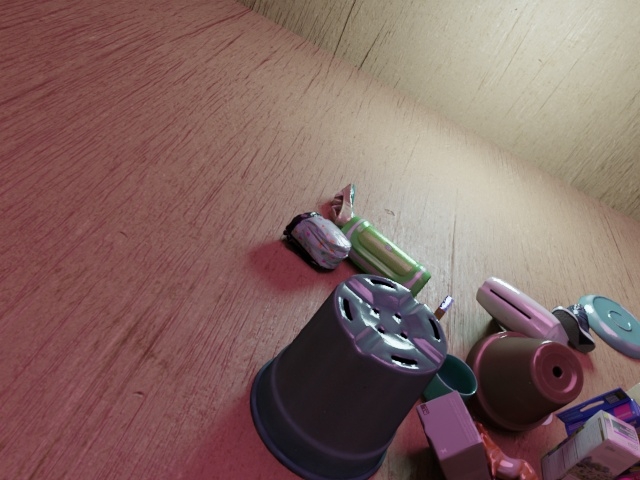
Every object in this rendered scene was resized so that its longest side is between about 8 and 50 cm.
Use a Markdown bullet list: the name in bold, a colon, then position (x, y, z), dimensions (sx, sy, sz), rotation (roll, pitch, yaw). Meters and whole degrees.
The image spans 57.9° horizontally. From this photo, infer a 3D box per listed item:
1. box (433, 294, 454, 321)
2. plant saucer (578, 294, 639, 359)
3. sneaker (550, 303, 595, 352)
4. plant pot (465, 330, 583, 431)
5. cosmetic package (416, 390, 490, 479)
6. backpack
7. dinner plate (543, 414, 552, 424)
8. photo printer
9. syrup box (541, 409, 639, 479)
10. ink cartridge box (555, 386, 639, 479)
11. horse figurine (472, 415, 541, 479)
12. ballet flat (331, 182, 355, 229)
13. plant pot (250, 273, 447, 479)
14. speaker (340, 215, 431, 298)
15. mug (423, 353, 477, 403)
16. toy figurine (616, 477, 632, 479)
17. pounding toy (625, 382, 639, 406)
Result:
- **box**: position (0.337, 0.216, 1.664), dimensions (0.028, 0.136, 0.081), rotation (38, 35, 11)
- **plant saucer**: position (1.147, 0.320, 2.241), dimensions (0.318, 0.043, 0.317), rotation (20, 34, -14)
- **sneaker**: position (0.864, 0.265, 2.014), dimensions (0.226, 0.086, 0.163), rotation (44, 35, -23)
- **plant pot**: position (0.534, 0.346, 1.472), dimensions (0.263, 0.229, 0.263), rotation (6, 68, -15)
- **cosmetic package**: position (0.288, 0.439, 1.247), dimensions (0.107, 0.238, 0.127), rotation (-21, 49, -1)
- **backpack**: position (0.000, 0.000, 1.712), dimensions (0.152, 0.115, 0.182), rotation (-13, 55, -50)
- **dinner plate**: position (0.608, 0.463, 1.660), dimensions (0.141, 0.017, 0.141), rotation (20, 33, -14)
- **photo printer**: position (0.604, 0.232, 1.736), dimensions (0.256, 0.107, 0.307), rotation (40, 2, 35)
- **syrup box**: position (0.650, 0.527, 1.403), dimensions (0.093, 0.237, 0.096), rotation (28, 33, -2)
- **ink cartridge box**: position (0.763, 0.511, 1.471), dimensions (0.311, 0.186, 0.065), rotation (45, 30, -19)
- **horse figurine**: position (0.443, 0.557, 1.364), dimensions (0.263, 0.066, 0.174), rotation (29, 39, 3)
- **ballet flat**: position (0.078, -0.121, 1.971), dimensions (0.086, 0.086, 0.248), rotation (22, 35, -13)
- **plant pot**: position (0.069, 0.271, 1.208), dimensions (0.341, 0.334, 0.341), rotation (20, 35, -15)
- **speaker**: position (0.190, 0.056, 1.774), dimensions (0.296, 0.131, 0.131), rotation (40, 34, 14)
- **mug**: position (0.310, 0.362, 1.487), dimensions (0.158, 0.097, 0.129), rotation (39, 35, 14)
- **toy figurine**: position (0.800, 0.678, 1.454), dimensions (0.173, 0.130, 0.159), rotation (37, 17, -32)
- **pounding toy**: position (1.060, 0.547, 1.836), dimensions (0.206, 0.094, 0.181), rotation (32, 27, -14)
